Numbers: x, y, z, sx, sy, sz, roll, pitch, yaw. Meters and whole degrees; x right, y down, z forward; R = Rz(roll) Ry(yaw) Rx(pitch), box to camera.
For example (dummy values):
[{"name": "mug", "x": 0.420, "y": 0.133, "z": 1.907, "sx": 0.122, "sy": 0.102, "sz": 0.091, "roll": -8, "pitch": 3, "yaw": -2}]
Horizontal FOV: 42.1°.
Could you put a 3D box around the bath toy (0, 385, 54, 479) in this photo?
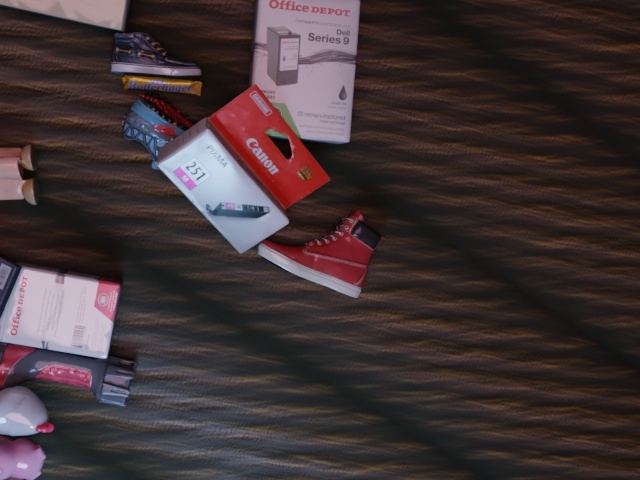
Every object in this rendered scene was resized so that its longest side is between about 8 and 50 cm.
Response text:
[{"name": "bath toy", "x": -0.611, "y": 0.454, "z": 1.653, "sx": 0.129, "sy": 0.151, "sz": 0.348, "roll": 21, "pitch": 105, "yaw": 8}]

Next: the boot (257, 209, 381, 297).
[{"name": "boot", "x": 0.000, "y": 0.000, "z": 1.755, "sx": 0.244, "sy": 0.088, "sz": 0.176, "roll": 20, "pitch": 91, "yaw": -17}]

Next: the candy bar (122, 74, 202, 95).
[{"name": "candy bar", "x": -0.325, "y": -0.318, "z": 1.709, "sx": 0.162, "sy": 0.040, "sz": 0.018, "roll": 3, "pitch": 56, "yaw": -9}]

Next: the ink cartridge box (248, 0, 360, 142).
[{"name": "ink cartridge box", "x": -0.039, "y": -0.350, "z": 1.700, "sx": 0.211, "sy": 0.121, "sz": 0.289, "roll": 3, "pitch": 94, "yaw": -7}]

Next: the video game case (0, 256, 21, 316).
[{"name": "video game case", "x": -0.742, "y": 0.087, "z": 1.639, "sx": 0.274, "sy": 0.026, "sz": 0.196, "roll": 24, "pitch": 91, "yaw": 13}]

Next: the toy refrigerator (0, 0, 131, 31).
[{"name": "toy refrigerator", "x": -0.514, "y": -0.491, "z": 1.642, "sx": 0.270, "sy": 0.094, "sz": 0.102, "roll": 10, "pitch": 99, "yaw": -8}]

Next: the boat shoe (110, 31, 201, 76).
[{"name": "boat shoe", "x": -0.332, "y": -0.376, "z": 1.687, "sx": 0.183, "sy": 0.065, "sz": 0.083, "roll": 3, "pitch": 95, "yaw": -7}]

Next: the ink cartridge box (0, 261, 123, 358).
[{"name": "ink cartridge box", "x": -0.525, "y": 0.140, "z": 1.688, "sx": 0.218, "sy": 0.092, "sz": 0.158, "roll": 11, "pitch": 92, "yaw": -10}]

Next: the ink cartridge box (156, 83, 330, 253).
[{"name": "ink cartridge box", "x": -0.144, "y": -0.133, "z": 1.647, "sx": 0.239, "sy": 0.060, "sz": 0.275, "roll": -32, "pitch": 123, "yaw": 13}]

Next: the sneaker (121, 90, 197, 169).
[{"name": "sneaker", "x": -0.289, "y": -0.186, "z": 1.708, "sx": 0.262, "sy": 0.104, "sz": 0.125, "roll": 40, "pitch": 116, "yaw": -15}]

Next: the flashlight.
[{"name": "flashlight", "x": -0.537, "y": 0.276, "z": 1.695, "sx": 0.304, "sy": 0.103, "sz": 0.103, "roll": 15, "pitch": 119, "yaw": -10}]

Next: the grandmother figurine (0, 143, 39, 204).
[{"name": "grandmother figurine", "x": -0.740, "y": -0.133, "z": 1.635, "sx": 0.343, "sy": 0.104, "sz": 0.207, "roll": -5, "pitch": 83, "yaw": -10}]
